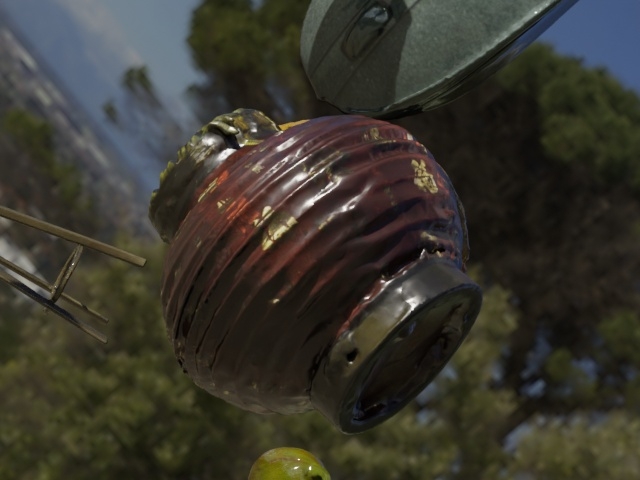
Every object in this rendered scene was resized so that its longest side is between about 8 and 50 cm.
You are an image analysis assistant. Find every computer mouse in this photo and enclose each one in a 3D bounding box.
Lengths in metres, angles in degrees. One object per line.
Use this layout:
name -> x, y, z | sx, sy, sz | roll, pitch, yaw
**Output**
computer mouse -> 0.141, -0.263, 1.764 | 0.203, 0.374, 0.114 | 51, -5, 23

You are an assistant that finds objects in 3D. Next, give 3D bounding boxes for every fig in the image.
fig -> -0.022, 0.227, 1.690 | 0.082, 0.098, 0.084 | 44, 33, -16

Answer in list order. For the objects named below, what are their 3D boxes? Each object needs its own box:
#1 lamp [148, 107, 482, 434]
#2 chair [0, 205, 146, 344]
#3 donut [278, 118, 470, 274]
lamp -> -0.010, 0.015, 1.286 | 0.247, 0.247, 0.247 | 51, -2, 2
chair -> -0.298, 0.017, 1.875 | 0.221, 0.095, 0.104 | 25, 2, -10
donut -> 0.000, 0.000, 1.927 | 0.303, 0.303, 0.110 | 50, 5, 24
